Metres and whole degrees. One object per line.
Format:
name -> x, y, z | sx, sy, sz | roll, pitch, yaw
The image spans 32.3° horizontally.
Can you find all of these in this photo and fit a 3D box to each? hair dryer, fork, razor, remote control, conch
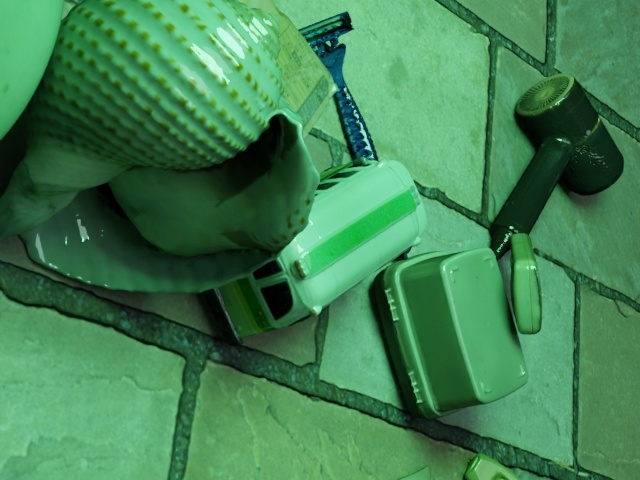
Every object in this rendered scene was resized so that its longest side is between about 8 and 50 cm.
hair dryer -> 0.340, -0.075, 1.689 | 0.189, 0.107, 0.352 | 50, 56, -24
fork -> 0.070, 0.306, 1.348 | 0.219, 0.028, 0.034 | -8, 76, -49
razor -> 0.053, -0.132, 1.444 | 0.056, 0.093, 0.324 | -72, 140, -76
remote control -> 0.274, 0.055, 1.483 | 0.233, 0.038, 0.098 | -47, 134, -77
conch -> -0.158, -0.104, 1.080 | 0.303, 0.319, 0.215 | 49, 29, -33

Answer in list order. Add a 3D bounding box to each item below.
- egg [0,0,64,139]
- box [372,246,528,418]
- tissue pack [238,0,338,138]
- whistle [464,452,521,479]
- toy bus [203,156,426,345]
egg -> -0.357, -0.188, 0.893 | 0.276, 0.276, 0.389 | 41, 54, -29
box -> 0.167, 0.116, 1.420 | 0.148, 0.129, 0.210 | -15, 90, -45
tissue pack -> -0.107, -0.205, 1.256 | 0.257, 0.123, 0.215 | 50, 51, -21
whistle -> 0.320, 0.397, 1.484 | 0.294, 0.141, 0.141 | 48, 49, -22
toy bus -> 0.000, 0.000, 1.268 | 0.276, 0.164, 0.134 | -32, 102, -44
